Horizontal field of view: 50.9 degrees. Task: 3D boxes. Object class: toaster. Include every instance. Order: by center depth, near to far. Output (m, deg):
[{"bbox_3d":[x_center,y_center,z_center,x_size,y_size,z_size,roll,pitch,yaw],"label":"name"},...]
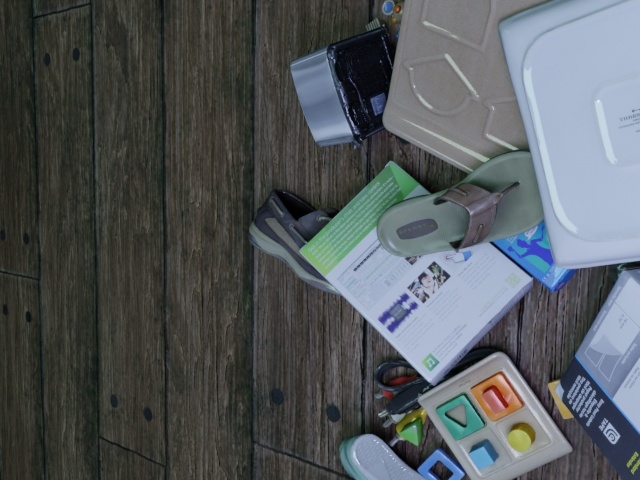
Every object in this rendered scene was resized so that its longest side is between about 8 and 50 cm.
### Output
[{"bbox_3d":[0.052,-0.257,1.156,0.110,0.186,0.168,-5,111,45],"label":"toaster"}]

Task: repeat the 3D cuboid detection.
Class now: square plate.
[{"bbox_3d":[0.377,-0.140,0.765,0.347,0.049,0.344,-9,96,50],"label":"square plate"}]

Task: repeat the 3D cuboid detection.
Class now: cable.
[{"bbox_3d":[0.206,0.248,1.192,0.287,0.072,0.139,-34,55,24],"label":"cable"}]

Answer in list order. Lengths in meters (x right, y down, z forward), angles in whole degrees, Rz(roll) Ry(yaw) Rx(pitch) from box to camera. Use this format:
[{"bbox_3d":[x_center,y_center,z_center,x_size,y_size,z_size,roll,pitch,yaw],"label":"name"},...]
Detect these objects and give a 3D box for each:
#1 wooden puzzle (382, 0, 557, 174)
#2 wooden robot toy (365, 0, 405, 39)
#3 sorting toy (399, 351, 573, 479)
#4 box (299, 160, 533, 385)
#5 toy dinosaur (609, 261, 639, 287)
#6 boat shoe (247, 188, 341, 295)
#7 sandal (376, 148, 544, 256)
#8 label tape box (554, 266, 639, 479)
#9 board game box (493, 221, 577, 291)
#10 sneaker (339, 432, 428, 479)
[{"bbox_3d":[0.258,-0.260,0.959,0.322,0.080,0.348,33,135,25],"label":"wooden puzzle"},{"bbox_3d":[0.142,-0.396,1.151,0.173,0.079,0.076,-4,92,39],"label":"wooden robot toy"},{"bbox_3d":[0.276,0.301,1.087,0.348,0.047,0.196,-39,84,28],"label":"sorting toy"},{"bbox_3d":[0.152,0.046,1.122,0.232,0.058,0.322,-44,66,-3],"label":"box"},{"bbox_3d":[0.446,0.000,0.929,0.118,0.064,0.268,-13,102,10],"label":"toy dinosaur"},{"bbox_3d":[0.000,0.000,1.271,0.355,0.132,0.130,27,111,33],"label":"boat shoe"},{"bbox_3d":[0.211,-0.034,0.998,0.303,0.086,0.120,-24,97,33],"label":"sandal"},{"bbox_3d":[0.464,0.223,0.818,0.333,0.106,0.240,-120,33,-46],"label":"label tape box"},{"bbox_3d":[0.333,-0.049,1.046,0.210,0.047,0.160,45,120,27],"label":"board game box"},{"bbox_3d":[0.138,0.457,1.246,0.256,0.094,0.151,50,162,2],"label":"sneaker"}]
